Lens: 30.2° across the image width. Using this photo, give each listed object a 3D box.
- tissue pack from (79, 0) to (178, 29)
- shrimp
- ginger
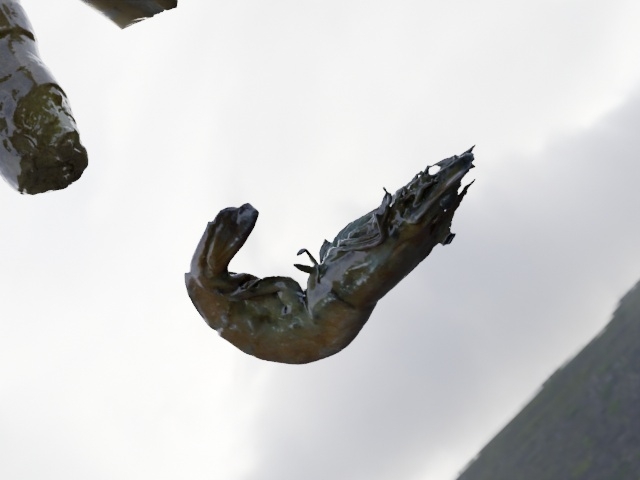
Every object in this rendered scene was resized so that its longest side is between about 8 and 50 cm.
[{"bbox_3d":[-0.220,-0.315,1.071,0.090,0.186,0.222,-17,-18,23],"label":"tissue pack"},{"bbox_3d":[0.000,0.000,0.978,0.296,0.169,0.058,-49,23,34],"label":"shrimp"},{"bbox_3d":[-0.336,-0.162,1.264,0.109,0.263,0.116,-19,-17,-24],"label":"ginger"}]
